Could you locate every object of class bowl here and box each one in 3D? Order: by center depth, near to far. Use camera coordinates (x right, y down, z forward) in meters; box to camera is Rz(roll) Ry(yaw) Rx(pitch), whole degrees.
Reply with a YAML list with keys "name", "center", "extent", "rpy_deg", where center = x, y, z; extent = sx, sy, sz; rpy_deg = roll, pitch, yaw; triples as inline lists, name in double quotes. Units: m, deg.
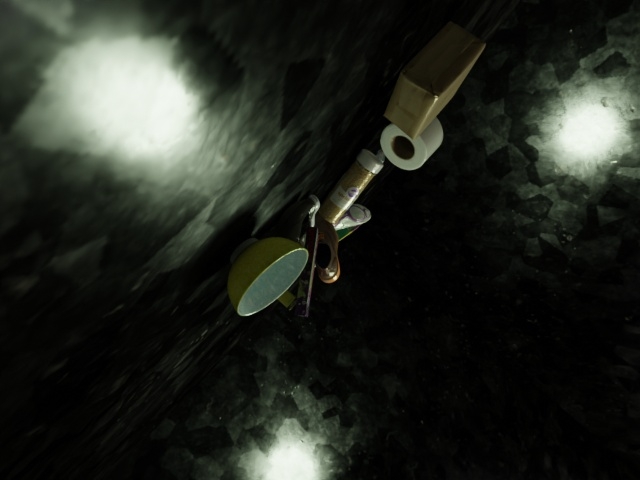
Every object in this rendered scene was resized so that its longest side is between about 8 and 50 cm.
- name: "bowl"
  center: [-0.194, 0.083, 1.366]
  extent: [0.289, 0.156, 0.289]
  rpy_deg: [-39, 160, -17]

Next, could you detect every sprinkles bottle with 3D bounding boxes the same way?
- name: "sprinkles bottle"
  center: [0.132, -0.242, 1.949]
  extent: [0.355, 0.121, 0.121]
  rpy_deg: [-51, 174, 24]

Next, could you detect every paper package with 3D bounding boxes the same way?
- name: "paper package"
  center: [0.416, -0.589, 1.613]
  extent: [0.309, 0.168, 0.325]
  rpy_deg: [-47, 173, -13]

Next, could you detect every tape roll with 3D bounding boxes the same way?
- name: "tape roll"
  center: [0.429, -0.479, 2.024]
  extent: [0.169, 0.246, 0.246]
  rpy_deg: [-46, 174, -30]

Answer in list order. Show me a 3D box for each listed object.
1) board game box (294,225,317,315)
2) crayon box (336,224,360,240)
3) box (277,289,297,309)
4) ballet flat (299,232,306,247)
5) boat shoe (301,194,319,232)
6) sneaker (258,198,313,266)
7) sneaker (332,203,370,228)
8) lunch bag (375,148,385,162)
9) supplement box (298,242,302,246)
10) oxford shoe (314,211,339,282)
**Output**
- name: "board game box"
  center: [-0.052, 0.133, 1.743]
  extent: [0.208, 0.056, 0.347]
  rpy_deg: [107, -9, -80]
- name: "crayon box"
  center: [0.089, -0.042, 2.689]
  extent: [0.313, 0.106, 0.363]
  rpy_deg: [-35, 180, 24]
- name: "box"
  center: [-0.192, 0.189, 1.769]
  extent: [0.058, 0.232, 0.087]
  rpy_deg: [-48, 175, -5]
- name: "ballet flat"
  center: [-0.088, -0.007, 1.952]
  extent: [0.095, 0.096, 0.280]
  rpy_deg: [-49, 174, 1]
- name: "boat shoe"
  center: [-0.064, -0.091, 1.709]
  extent: [0.076, 0.080, 0.228]
  rpy_deg: [-35, 168, -29]
- name: "sneaker"
  center: [-0.112, -0.022, 1.531]
  extent: [0.286, 0.130, 0.109]
  rpy_deg: [-50, 172, -7]
- name: "sneaker"
  center: [0.130, -0.126, 2.407]
  extent: [0.305, 0.114, 0.152]
  rpy_deg: [-10, 171, -15]
- name: "lunch bag"
  center: [0.317, -0.447, 2.328]
  extent: [0.071, 0.053, 0.083]
  rpy_deg: [119, -12, -61]
- name: "supplement box"
  center: [-0.187, 0.075, 1.631]
  extent: [0.130, 0.073, 0.239]
  rpy_deg: [-13, -158, 44]
- name: "oxford shoe"
  center: [0.015, 0.004, 1.955]
  extent: [0.130, 0.364, 0.133]
  rpy_deg: [-16, 148, 6]
